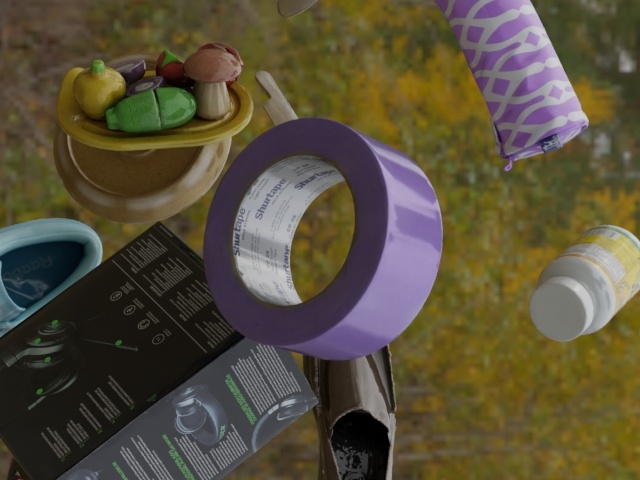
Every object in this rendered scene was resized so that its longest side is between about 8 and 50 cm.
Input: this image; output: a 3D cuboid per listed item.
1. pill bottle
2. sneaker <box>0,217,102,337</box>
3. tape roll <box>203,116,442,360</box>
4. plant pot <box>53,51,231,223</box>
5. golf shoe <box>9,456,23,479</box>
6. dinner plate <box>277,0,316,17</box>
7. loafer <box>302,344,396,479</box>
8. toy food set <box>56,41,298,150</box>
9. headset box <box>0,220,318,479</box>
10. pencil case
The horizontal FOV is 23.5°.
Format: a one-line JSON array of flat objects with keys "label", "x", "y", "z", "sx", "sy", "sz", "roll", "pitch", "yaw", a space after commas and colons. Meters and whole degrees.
[{"label": "pill bottle", "x": 0.376, "y": 0.064, "z": 2.183, "sx": 0.208, "sy": 0.117, "sz": 0.118, "roll": -33, "pitch": 127, "yaw": -53}, {"label": "sneaker", "x": -0.396, "y": 0.067, "z": 1.649, "sx": 0.135, "sy": 0.366, "sz": 0.150, "roll": 60, "pitch": -26, "yaw": -7}, {"label": "tape roll", "x": 0.000, "y": 0.000, "z": 1.257, "sx": 0.080, "sy": 0.189, "sz": 0.189, "roll": 20, "pitch": 66, "yaw": -50}, {"label": "plant pot", "x": -0.231, "y": -0.138, "z": 1.965, "sx": 0.032, "sy": 0.236, "sz": 0.236, "roll": 66, "pitch": 24, "yaw": -71}, {"label": "golf shoe", "x": -0.288, "y": 0.227, "z": 1.901, "sx": 0.140, "sy": 0.115, "sz": 0.306, "roll": 55, "pitch": 39, "yaw": -45}, {"label": "dinner plate", "x": -0.003, "y": -0.293, "z": 1.595, "sx": 0.141, "sy": 0.017, "sz": 0.141, "roll": -43, "pitch": -153, "yaw": 29}, {"label": "loafer", "x": 0.059, "y": 0.244, "z": 2.207, "sx": 0.130, "sy": 0.133, "sz": 0.366, "roll": 123, "pitch": -36, "yaw": -65}, {"label": "toy food set", "x": -0.130, "y": -0.145, "z": 1.392, "sx": 0.128, "sy": 0.217, "sz": 0.071, "roll": -110, "pitch": -162, "yaw": -51}, {"label": "headset box", "x": -0.192, "y": 0.150, "z": 1.513, "sx": 0.246, "sy": 0.283, "sz": 0.131, "roll": 36, "pitch": -22, "yaw": 50}, {"label": "pencil case", "x": 0.162, "y": -0.166, "z": 1.371, "sx": 0.206, "sy": 0.088, "sz": 0.086, "roll": 67, "pitch": 11, "yaw": 8}]
